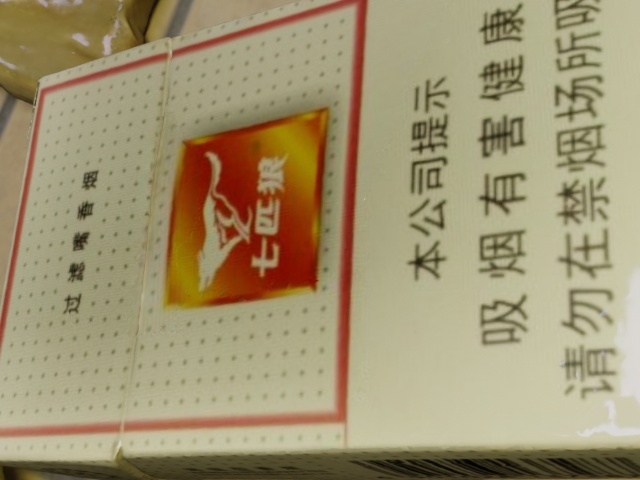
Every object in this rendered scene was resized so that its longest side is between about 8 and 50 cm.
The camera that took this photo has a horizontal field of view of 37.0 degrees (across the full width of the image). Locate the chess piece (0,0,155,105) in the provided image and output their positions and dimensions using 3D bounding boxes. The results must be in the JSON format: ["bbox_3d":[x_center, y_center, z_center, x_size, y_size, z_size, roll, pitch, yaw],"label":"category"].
[{"bbox_3d":[-0.238,-0.173,0.636,0.300,0.137,0.137,26,85,19],"label":"chess piece"}]

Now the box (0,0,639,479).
[{"bbox_3d":[0.000,0.001,0.437,0.330,0.095,0.210,-9,66,31],"label":"box"}]

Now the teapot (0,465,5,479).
[{"bbox_3d":[-0.271,0.158,0.489,0.182,0.173,0.270,-21,47,25],"label":"teapot"}]
